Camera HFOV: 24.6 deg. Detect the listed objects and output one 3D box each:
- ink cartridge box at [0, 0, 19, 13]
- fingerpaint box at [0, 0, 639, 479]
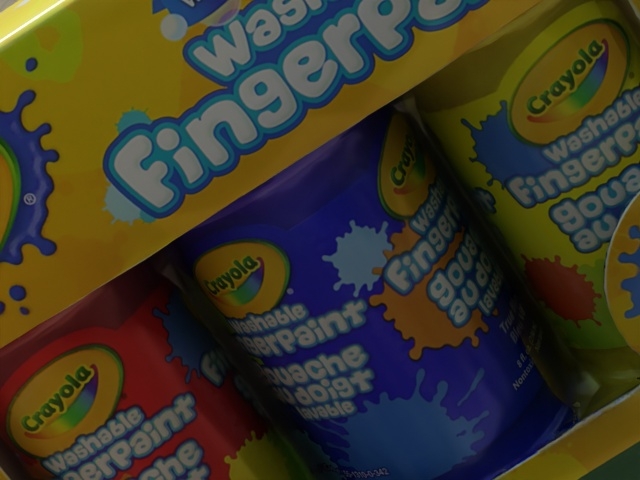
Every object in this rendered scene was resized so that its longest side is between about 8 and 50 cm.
[{"bbox_3d":[-0.245,-0.316,0.876,0.270,0.395,0.151,-43,6,20],"label":"ink cartridge box"},{"bbox_3d":[0.000,0.000,0.761,0.445,0.371,0.163,-32,18,4],"label":"fingerpaint box"}]
